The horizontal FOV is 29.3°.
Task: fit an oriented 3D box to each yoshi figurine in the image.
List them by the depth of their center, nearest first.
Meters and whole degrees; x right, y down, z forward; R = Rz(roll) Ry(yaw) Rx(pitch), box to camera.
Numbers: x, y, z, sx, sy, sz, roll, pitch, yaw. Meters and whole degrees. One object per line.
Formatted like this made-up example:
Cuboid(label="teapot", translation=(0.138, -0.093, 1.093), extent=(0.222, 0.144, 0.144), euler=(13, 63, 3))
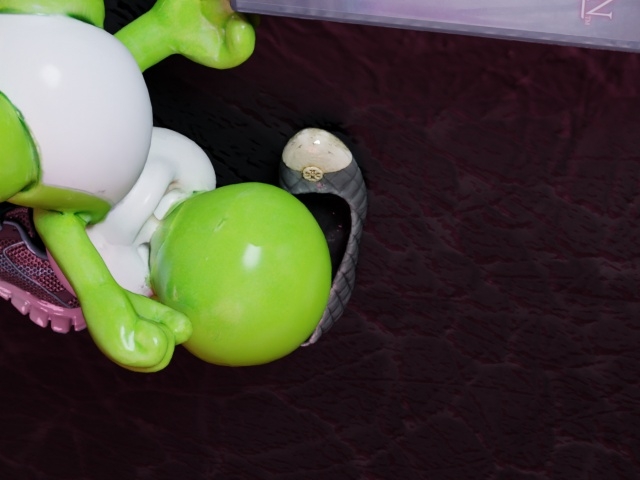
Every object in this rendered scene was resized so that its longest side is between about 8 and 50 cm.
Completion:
Cuboid(label="yoshi figurine", translation=(-0.098, -0.038, 0.672), extent=(0.203, 0.203, 0.362), euler=(-30, 145, 3))

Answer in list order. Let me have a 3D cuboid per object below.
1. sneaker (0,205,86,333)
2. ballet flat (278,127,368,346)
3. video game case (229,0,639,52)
Cuboid(label="sneaker", translation=(-0.228, 0.000, 0.870), extent=(0.166, 0.065, 0.076), euler=(22, 119, -9))
Cuboid(label="ballet flat", translation=(0.000, 0.000, 0.795), extent=(0.057, 0.049, 0.173), euler=(7, 134, 9))
Cuboid(label="video game case", translation=(0.078, -0.181, 0.561), extent=(0.274, 0.026, 0.196), euler=(9, 134, 16))
